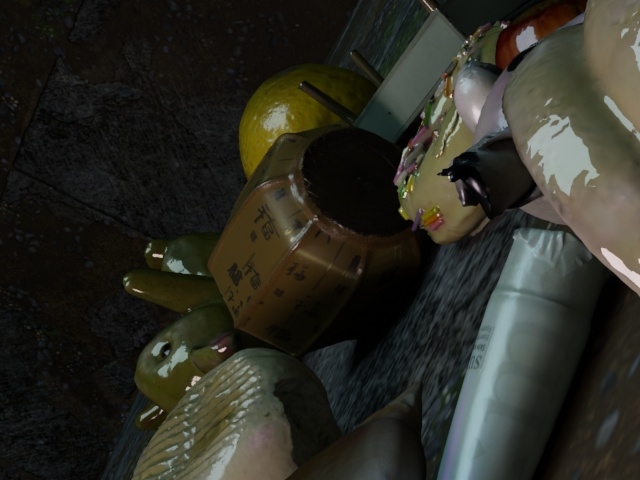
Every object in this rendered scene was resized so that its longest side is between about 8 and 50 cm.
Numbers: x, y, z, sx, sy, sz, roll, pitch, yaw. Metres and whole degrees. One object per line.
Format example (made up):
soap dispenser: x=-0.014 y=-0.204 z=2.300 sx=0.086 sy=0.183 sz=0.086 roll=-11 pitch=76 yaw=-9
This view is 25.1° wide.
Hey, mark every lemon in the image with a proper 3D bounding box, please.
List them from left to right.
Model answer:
lemon: x=0.001 y=-0.092 z=1.420 sx=0.170 sy=0.170 sz=0.207 roll=-62 pitch=11 yaw=6

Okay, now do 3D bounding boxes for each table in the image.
table: x=0.074 y=-0.155 z=1.195 sx=0.121 sy=0.111 sz=0.240 roll=-35 pitch=-11 yaw=-35

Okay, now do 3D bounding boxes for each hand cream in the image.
hand cream: x=0.081 y=0.095 z=0.666 sx=0.078 sy=0.050 sz=0.205 roll=121 pitch=170 yaw=-80

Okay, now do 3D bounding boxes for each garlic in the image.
garlic: x=0.005 y=0.165 z=0.682 sx=0.266 sy=0.128 sz=0.148 roll=-135 pitch=43 yaw=-83

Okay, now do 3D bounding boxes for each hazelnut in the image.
hazelnut: x=0.142 y=-0.100 z=0.833 sx=0.086 sy=0.086 sz=0.086 roll=-61 pitch=7 yaw=14

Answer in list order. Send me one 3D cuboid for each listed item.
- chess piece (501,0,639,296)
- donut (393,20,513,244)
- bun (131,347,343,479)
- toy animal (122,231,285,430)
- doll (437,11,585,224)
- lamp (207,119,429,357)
chess piece: x=0.174 y=-0.096 z=0.385 sx=0.261 sy=0.142 sz=0.143 roll=-55 pitch=10 yaw=28
donut: x=0.108 y=-0.080 z=1.013 sx=0.175 sy=0.068 sz=0.174 roll=-62 pitch=8 yaw=15
bun: x=-0.047 y=0.169 z=1.008 sx=0.193 sy=0.128 sz=0.178 roll=-41 pitch=21 yaw=42
toy animal: x=-0.123 y=0.117 z=1.473 sx=0.363 sy=0.180 sz=0.181 roll=-66 pitch=-30 yaw=-65
doll: x=0.123 y=-0.054 z=0.653 sx=0.192 sy=0.149 sz=0.095 roll=-59 pitch=-44 yaw=-83
lamp: x=0.000 y=0.000 z=1.167 sx=0.185 sy=0.161 sz=0.161 roll=-52 pitch=13 yaw=50
